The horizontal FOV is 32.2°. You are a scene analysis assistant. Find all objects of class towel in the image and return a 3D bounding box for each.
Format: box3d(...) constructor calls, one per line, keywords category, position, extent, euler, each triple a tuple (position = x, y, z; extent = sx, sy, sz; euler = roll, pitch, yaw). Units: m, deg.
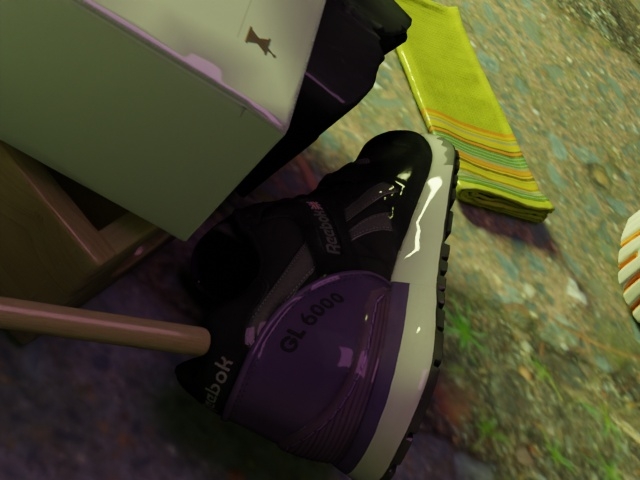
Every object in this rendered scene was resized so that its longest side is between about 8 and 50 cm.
box3d(category="towel", position=(0.112, -0.119, 0.906), extent=(0.102, 0.021, 0.237), euler=(13, 46, -39))

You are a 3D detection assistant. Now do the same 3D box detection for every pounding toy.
box3d(category="pounding toy", position=(-0.126, -0.005, 0.493), extent=(0.181, 0.094, 0.206), euler=(50, 42, 0))

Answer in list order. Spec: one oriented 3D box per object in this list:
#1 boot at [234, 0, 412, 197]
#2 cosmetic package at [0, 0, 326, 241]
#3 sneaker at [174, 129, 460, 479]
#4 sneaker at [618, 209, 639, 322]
box3d(category="boot", position=(-0.114, -0.274, 0.715), extent=(0.445, 0.146, 0.367), euler=(38, 45, -4))
box3d(category="cosmetic package", position=(-0.117, -0.220, 0.515), extent=(0.284, 0.097, 0.377), euler=(29, 46, -16))
box3d(category="sneaker", position=(0.000, 0.000, 0.605), extent=(0.124, 0.107, 0.283), euler=(21, 30, -5))
box3d(category="sneaker", position=(0.309, 0.067, 0.882), extent=(0.083, 0.084, 0.214), euler=(12, 49, -57))
